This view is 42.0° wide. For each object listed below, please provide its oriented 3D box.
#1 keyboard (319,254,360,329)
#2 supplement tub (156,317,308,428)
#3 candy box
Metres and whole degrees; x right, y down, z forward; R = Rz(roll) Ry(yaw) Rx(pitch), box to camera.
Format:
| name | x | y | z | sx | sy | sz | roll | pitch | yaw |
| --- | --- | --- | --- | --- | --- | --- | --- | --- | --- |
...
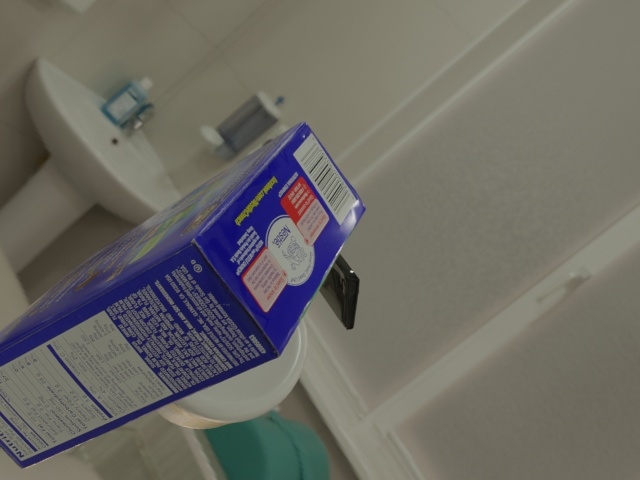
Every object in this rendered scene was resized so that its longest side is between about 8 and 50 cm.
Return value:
| name | x | y | z | sx | sy | sz | roll | pitch | yaw |
| --- | --- | --- | --- | --- | --- | --- | --- | --- | --- |
| keyboard | 0.000 | 0.000 | 1.511 | 0.317 | 0.033 | 0.202 | -128 | -149 | -51 |
| supplement tub | -0.176 | 0.180 | 1.347 | 0.241 | 0.241 | 0.331 | 50 | -23 | 0 |
| candy box | -0.143 | 0.048 | 0.774 | 0.122 | 0.317 | 0.268 | 56 | 29 | -14 |
